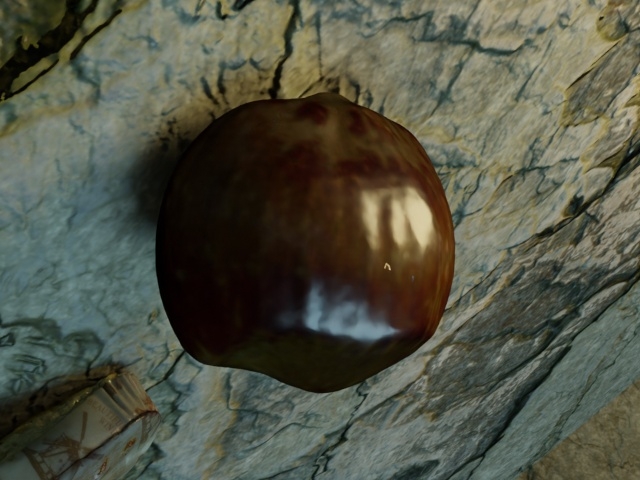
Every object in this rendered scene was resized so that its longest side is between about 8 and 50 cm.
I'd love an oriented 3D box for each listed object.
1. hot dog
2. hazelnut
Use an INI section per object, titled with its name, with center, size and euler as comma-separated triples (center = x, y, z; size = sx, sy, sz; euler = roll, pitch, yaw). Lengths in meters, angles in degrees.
[hot dog]
center = -0.249, 0.213, 0.940
size = 0.268, 0.075, 0.144
euler = -37, 160, -40
[hazelnut]
center = 0.000, 0.000, 0.803
size = 0.234, 0.218, 0.218
euler = 2, 134, -52
